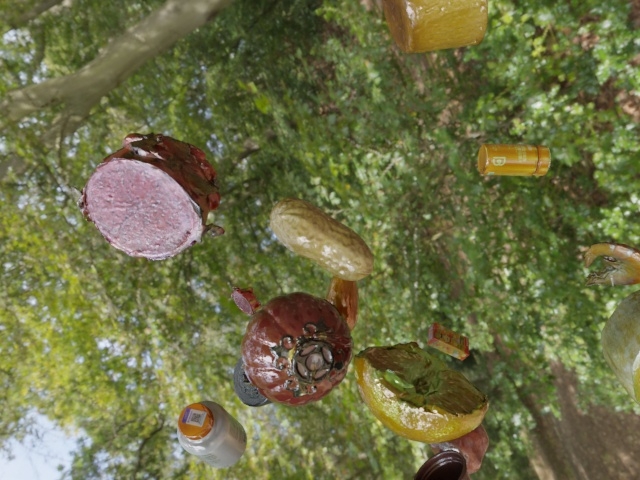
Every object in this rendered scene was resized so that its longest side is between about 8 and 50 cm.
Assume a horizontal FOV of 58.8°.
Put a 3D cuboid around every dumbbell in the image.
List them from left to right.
[{"bbox_3d":[-0.139,0.465,1.926,0.388,0.185,0.185,20,-136,-55],"label":"dumbbell"}]

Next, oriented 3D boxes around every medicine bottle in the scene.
[{"bbox_3d":[-0.331,0.578,1.709,0.288,0.157,0.157,73,180,-56],"label":"medicine bottle"},{"bbox_3d":[0.583,-0.244,1.719,0.096,0.192,0.096,-178,90,-89],"label":"medicine bottle"}]

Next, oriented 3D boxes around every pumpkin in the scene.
[{"bbox_3d":[0.870,0.290,1.376,0.332,0.332,0.199,63,-151,-16],"label":"pumpkin"}]

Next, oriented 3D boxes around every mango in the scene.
[{"bbox_3d":[0.071,0.184,1.721,0.141,0.102,0.217,-10,-74,-55],"label":"mango"}]

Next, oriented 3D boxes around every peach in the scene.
[{"bbox_3d":[0.355,0.520,1.472,0.152,0.152,0.152,-24,-90,-81],"label":"peach"}]

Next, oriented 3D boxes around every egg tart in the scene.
[{"bbox_3d":[0.219,-0.463,1.090,0.215,0.171,0.215,160,90,-87],"label":"egg tart"}]

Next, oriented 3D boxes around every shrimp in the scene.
[{"bbox_3d":[0.725,0.069,1.419,0.150,0.068,0.248,35,162,12],"label":"shrimp"}]

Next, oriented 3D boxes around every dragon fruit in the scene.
[{"bbox_3d":[-0.390,-0.120,1.403,0.314,0.296,0.263,44,-153,-19],"label":"dragon fruit"},{"bbox_3d":[-0.277,0.220,2.148,0.126,0.068,0.112,45,146,5],"label":"dragon fruit"}]

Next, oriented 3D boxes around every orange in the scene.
[{"bbox_3d":[0.225,0.372,1.382,0.335,0.196,0.262,31,-178,13],"label":"orange"}]

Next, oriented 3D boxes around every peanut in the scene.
[{"bbox_3d":[0.000,0.000,1.054,0.226,0.095,0.108,33,-157,11],"label":"peanut"}]

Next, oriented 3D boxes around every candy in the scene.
[{"bbox_3d":[0.367,0.289,1.629,0.122,0.038,0.062,26,-138,-11],"label":"candy"}]

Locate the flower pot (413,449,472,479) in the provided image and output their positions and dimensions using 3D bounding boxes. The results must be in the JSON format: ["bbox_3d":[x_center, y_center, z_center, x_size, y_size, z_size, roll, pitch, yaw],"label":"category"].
[{"bbox_3d":[0.231,0.443,0.998,0.089,0.111,0.111,54,-169,-10],"label":"flower pot"}]

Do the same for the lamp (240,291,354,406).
[{"bbox_3d":[-0.061,0.289,1.512,0.303,0.303,0.257,64,163,-13],"label":"lamp"}]
